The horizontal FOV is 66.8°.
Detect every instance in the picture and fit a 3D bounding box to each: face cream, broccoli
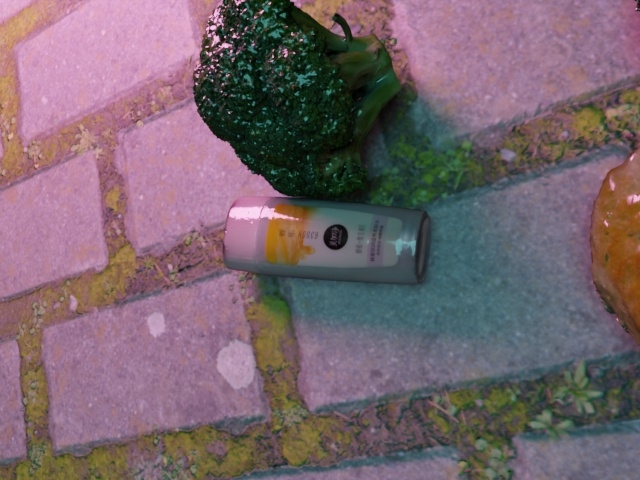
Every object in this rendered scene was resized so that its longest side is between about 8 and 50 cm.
[{"bbox_3d":[0.000,0.000,0.622,0.269,0.073,0.107,5,76,25],"label":"face cream"},{"bbox_3d":[-0.030,-0.184,0.589,0.241,0.261,0.269,-21,31,-3],"label":"broccoli"}]

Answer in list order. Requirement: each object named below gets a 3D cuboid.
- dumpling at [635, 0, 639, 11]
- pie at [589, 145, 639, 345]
[{"bbox_3d":[0.412,-0.333,0.471,0.332,0.086,0.166,-54,50,10],"label":"dumpling"},{"bbox_3d":[0.383,0.009,0.294,0.418,0.180,0.395,113,154,-44],"label":"pie"}]
